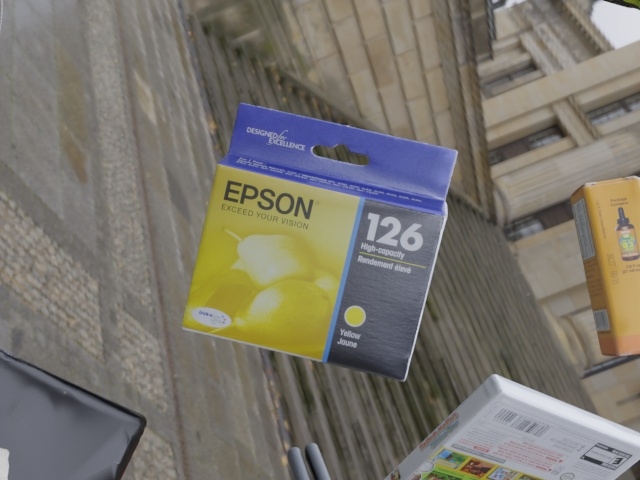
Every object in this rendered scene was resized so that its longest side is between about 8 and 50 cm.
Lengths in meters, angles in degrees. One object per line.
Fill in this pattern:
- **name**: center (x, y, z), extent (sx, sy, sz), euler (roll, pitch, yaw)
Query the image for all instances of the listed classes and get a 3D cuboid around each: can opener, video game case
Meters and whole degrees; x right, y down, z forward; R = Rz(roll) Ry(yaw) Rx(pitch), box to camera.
- **can opener**: center (-0.002, 0.510, 1.371), extent (0.280, 0.074, 0.093), euler (-118, -157, -52)
- **video game case**: center (0.185, 0.236, 0.723), extent (0.227, 0.206, 0.026), euler (24, 27, -29)

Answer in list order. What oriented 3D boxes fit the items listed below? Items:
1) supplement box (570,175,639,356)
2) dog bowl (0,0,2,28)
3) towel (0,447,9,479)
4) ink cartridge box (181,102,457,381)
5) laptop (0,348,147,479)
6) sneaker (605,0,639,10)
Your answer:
- **supplement box**: center (0.405, 0.036, 0.979), extent (0.080, 0.078, 0.233), euler (56, 26, -82)
- **dog bowl**: center (-0.569, -0.297, 0.884), extent (0.102, 0.349, 0.349), euler (22, -19, 23)
- **towel**: center (-0.307, 0.158, 0.405), extent (0.282, 0.049, 0.187), euler (32, 12, -34)
- **ink cartridge box**: center (0.000, 0.000, 0.940), extent (0.072, 0.303, 0.307), euler (-50, 153, -82)
- **laptop**: center (-0.441, 0.254, 0.660), extent (0.408, 0.236, 0.382), euler (47, 61, -50)
- **sneaker**: center (0.152, -0.315, 0.570), extent (0.384, 0.147, 0.145), euler (37, 9, 27)
